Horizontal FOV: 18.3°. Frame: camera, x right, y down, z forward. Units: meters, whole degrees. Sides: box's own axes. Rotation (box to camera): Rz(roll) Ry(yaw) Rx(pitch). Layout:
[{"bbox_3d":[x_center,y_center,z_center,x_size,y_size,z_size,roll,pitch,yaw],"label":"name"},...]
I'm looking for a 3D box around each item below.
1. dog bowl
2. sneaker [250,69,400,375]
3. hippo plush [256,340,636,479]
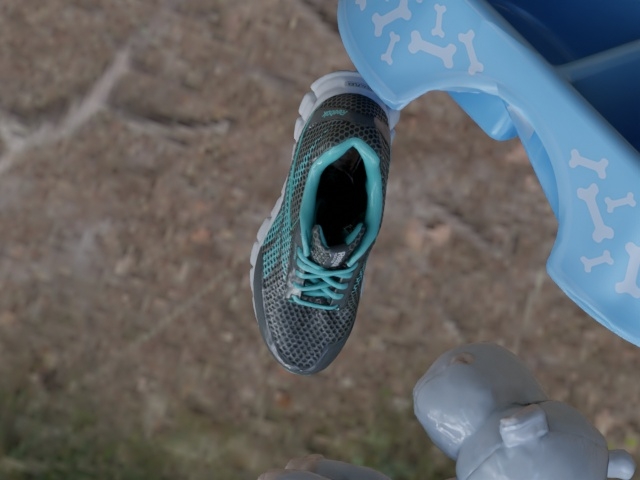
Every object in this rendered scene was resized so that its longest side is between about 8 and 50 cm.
[{"bbox_3d":[0.140,-0.070,0.970,0.297,0.166,0.074,49,135,22],"label":"dog bowl"},{"bbox_3d":[0.000,0.000,1.007,0.065,0.076,0.166,8,114,-4],"label":"sneaker"},{"bbox_3d":[0.094,0.203,1.504,0.234,0.294,0.236,17,114,-40],"label":"hippo plush"}]
